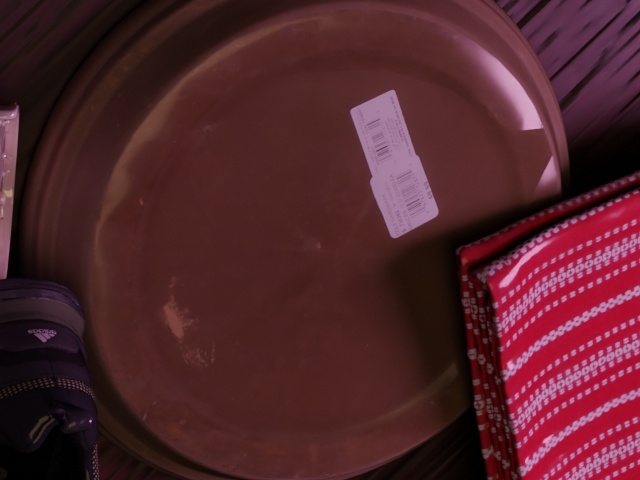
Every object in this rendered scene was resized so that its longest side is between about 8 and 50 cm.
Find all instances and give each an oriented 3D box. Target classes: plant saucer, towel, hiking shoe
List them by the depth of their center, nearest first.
[{"bbox_3d":[-0.146,0.132,0.657,0.086,0.114,0.227,3,122,-23],"label":"hiking shoe"},{"bbox_3d":[0.000,0.000,0.718,0.278,0.041,0.278,-8,113,-19],"label":"plant saucer"},{"bbox_3d":[0.173,0.090,0.797,0.199,0.031,0.275,-23,121,-19],"label":"towel"}]

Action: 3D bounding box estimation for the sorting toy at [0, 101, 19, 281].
[{"bbox_3d":[-0.165,-0.029,0.638,0.075,0.045,0.083,5,121,-10],"label":"sorting toy"}]
